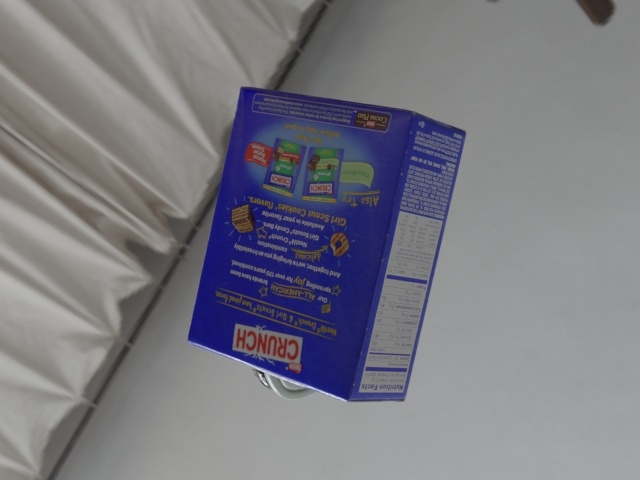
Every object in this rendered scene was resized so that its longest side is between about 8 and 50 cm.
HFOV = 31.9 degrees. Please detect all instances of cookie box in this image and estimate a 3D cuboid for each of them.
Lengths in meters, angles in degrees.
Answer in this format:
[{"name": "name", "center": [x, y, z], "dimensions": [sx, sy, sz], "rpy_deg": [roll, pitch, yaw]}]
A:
[{"name": "cookie box", "center": [0.000, 0.000, 0.438], "dimensions": [0.091, 0.040, 0.107], "rpy_deg": [15, -87, 41]}]

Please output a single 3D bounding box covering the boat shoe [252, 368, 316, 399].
[{"name": "boat shoe", "center": [0.010, 0.048, 1.162], "dimensions": [0.091, 0.114, 0.302], "rpy_deg": [5, -145, 37]}]
